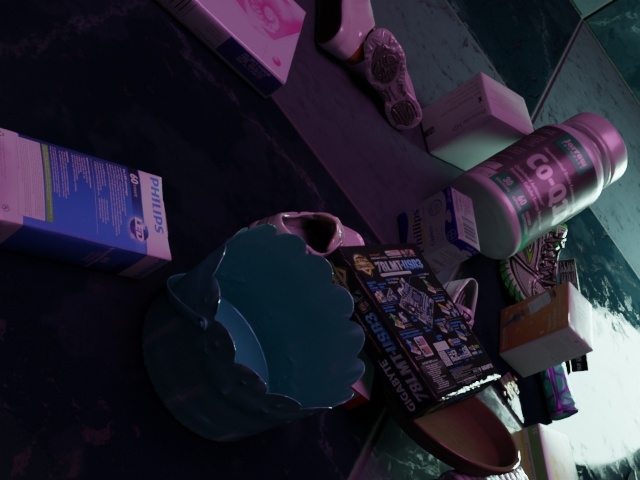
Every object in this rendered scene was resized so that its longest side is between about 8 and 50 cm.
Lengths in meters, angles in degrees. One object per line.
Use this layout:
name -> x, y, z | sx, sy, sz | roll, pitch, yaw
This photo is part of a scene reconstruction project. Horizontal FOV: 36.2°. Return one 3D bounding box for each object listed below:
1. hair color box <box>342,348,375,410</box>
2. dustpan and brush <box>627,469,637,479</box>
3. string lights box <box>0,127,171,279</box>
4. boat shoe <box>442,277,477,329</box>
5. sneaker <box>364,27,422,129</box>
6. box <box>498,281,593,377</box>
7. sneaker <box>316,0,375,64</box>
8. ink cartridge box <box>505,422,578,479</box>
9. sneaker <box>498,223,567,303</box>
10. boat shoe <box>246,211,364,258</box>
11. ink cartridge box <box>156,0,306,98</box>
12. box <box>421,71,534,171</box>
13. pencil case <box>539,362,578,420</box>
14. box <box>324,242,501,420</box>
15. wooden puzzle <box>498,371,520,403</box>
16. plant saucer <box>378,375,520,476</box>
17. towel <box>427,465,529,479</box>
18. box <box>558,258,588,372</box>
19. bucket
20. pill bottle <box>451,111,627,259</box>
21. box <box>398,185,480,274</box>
hair color box -> 0.044, 0.180, 1.596 | 0.093, 0.053, 0.167 | 41, 40, -23
dustpan and brush -> 0.711, 0.596, 2.132 | 0.211, 0.060, 0.147 | -25, 86, -56
string lights box -> -0.322, -0.043, 1.271 | 0.260, 0.077, 0.133 | 17, 53, -45
boat shoe -> 0.252, 0.148, 1.866 | 0.083, 0.076, 0.226 | 43, 38, -23
sneaker -> 0.146, -0.353, 2.082 | 0.115, 0.090, 0.232 | -93, 165, -55
box -> 0.465, 0.185, 2.026 | 0.091, 0.170, 0.130 | 42, 38, -26
sneaker -> 0.063, -0.493, 2.090 | 0.123, 0.106, 0.290 | 34, 53, -37
ink cartridge box -> 0.412, 0.436, 1.878 | 0.235, 0.056, 0.171 | 28, 46, -41
sneaker -> 0.481, 0.025, 2.189 | 0.134, 0.146, 0.343 | 25, 48, -41
boat shoe -> 0.000, 0.000, 1.634 | 0.277, 0.096, 0.098 | 3, 61, -52
ink cartridge box -> -0.167, -0.472, 1.801 | 0.324, 0.071, 0.330 | 39, 40, -27
box -> 0.351, -0.259, 2.203 | 0.182, 0.181, 0.119 | 19, 51, -44
pencil case -> 0.497, 0.302, 2.075 | 0.070, 0.064, 0.151 | 37, 37, -55
box -> 0.153, 0.141, 1.646 | 0.293, 0.073, 0.295 | 56, 25, 16
wooden puzzle -> 0.382, 0.296, 1.983 | 0.083, 0.006, 0.049 | -21, 82, -56
plant saucer -> 0.209, 0.297, 1.635 | 0.278, 0.041, 0.278 | 30, 17, -10
towel -> 0.279, 0.516, 1.593 | 0.235, 0.121, 0.283 | 15, 53, -48
box -> 0.573, 0.170, 2.220 | 0.184, 0.045, 0.190 | 65, 23, -45
bucket -> -0.095, 0.132, 1.338 | 0.281, 0.183, 0.281 | 32, 42, -35
pill bottle -> 0.471, -0.126, 2.104 | 0.361, 0.204, 0.204 | -31, 91, -23
box -> 0.228, -0.014, 1.901 | 0.072, 0.137, 0.126 | 27, 46, -37
